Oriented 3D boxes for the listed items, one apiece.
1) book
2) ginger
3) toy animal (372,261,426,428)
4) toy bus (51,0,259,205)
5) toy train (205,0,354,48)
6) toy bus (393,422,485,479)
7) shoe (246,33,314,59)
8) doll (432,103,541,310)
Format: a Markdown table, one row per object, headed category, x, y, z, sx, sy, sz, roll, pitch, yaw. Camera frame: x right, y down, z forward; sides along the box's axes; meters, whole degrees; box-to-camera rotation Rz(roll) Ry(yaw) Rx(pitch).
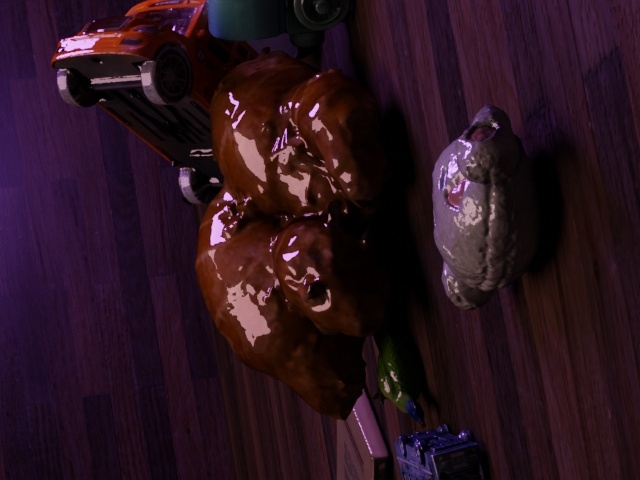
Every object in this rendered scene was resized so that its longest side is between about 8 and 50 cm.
| category | x | y | z | sx | sy | sz | roll | pitch | yaw |
| --- | --- | --- | --- | --- | --- | --- | --- | --- | --- |
| book | 0.048 | 0.279 | 1.707 | 0.161 | 0.026 | 0.231 | -112 | 17 | -52 |
| ginger | -0.012 | -0.009 | 1.433 | 0.274 | 0.152 | 0.357 | 9 | 98 | 53 |
| toy animal | 0.067 | 0.113 | 1.439 | 0.217 | 0.041 | 0.075 | -104 | 13 | -51 |
| toy bus | -0.134 | -0.157 | 1.598 | 0.329 | 0.143 | 0.153 | 39 | -120 | -47 |
| toy train | -0.052 | -0.303 | 1.452 | 0.101 | 0.159 | 0.248 | -105 | 10 | -59 |
| toy bus | 0.103 | 0.198 | 1.283 | 0.166 | 0.047 | 0.065 | 163 | 95 | -81 |
| shoe | -0.064 | -0.281 | 1.764 | 0.241 | 0.093 | 0.108 | 28 | 146 | 51 |
| doll | 0.112 | -0.022 | 0.999 | 0.214 | 0.072 | 0.103 | 84 | -174 | -65 |
